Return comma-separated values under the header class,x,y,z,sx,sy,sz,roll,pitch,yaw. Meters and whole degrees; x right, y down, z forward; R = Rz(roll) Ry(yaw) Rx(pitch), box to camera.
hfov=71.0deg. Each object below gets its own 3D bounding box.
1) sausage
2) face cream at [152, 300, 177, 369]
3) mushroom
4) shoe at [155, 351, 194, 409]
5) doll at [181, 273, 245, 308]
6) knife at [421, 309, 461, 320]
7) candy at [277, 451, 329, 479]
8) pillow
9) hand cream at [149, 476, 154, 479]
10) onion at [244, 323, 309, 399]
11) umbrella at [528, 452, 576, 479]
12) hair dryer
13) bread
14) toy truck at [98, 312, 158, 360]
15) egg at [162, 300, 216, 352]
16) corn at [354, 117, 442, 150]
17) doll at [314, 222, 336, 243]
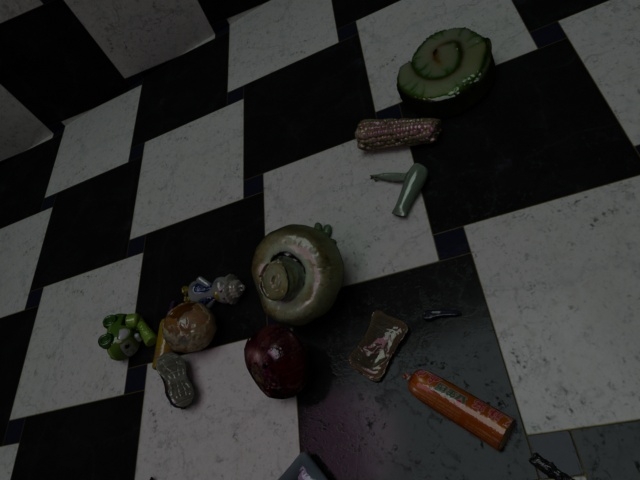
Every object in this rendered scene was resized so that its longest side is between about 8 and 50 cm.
class,x,y,z,sx,sy,sz,roll,pitch,yaw
sausage,0.366,0.446,1.241,0.312,0.093,0.093,25,77,35
face cream,-0.606,0.374,1.786,0.078,0.078,0.273,-13,58,21
mushroom,-0.090,0.117,1.533,0.352,0.260,0.351,0,90,30
shoe,-0.530,0.524,1.656,0.099,0.125,0.227,-20,56,-24
doll,-0.421,0.201,1.768,0.293,0.119,0.138,-8,103,23
knife,0.378,0.231,1.401,0.121,0.018,0.031,-8,53,23
candy,-0.063,0.731,1.313,0.174,0.071,0.138,-47,52,-5
pillow,0.182,0.335,1.434,0.135,0.034,0.211,24,78,33
hand cream,-0.614,0.894,1.530,0.062,0.039,0.163,31,74,38
onion,-0.129,0.391,1.474,0.252,0.219,0.252,11,105,48
umbrella,0.582,0.575,1.092,0.144,0.040,0.037,31,72,35
hair dryer,0.267,-0.202,1.684,0.237,0.075,0.206,23,81,42
bread,0.486,-0.658,1.776,0.382,0.129,0.366,-8,63,24
toy truck,-0.787,0.380,1.847,0.211,0.148,0.187,-23,49,-11
egg,-0.495,0.327,1.685,0.233,0.195,0.194,-14,55,45
corn,0.299,-0.418,1.750,0.335,0.126,0.126,3,65,22
doll,0.000,0.000,1.702,0.115,0.077,0.150,19,56,-5
